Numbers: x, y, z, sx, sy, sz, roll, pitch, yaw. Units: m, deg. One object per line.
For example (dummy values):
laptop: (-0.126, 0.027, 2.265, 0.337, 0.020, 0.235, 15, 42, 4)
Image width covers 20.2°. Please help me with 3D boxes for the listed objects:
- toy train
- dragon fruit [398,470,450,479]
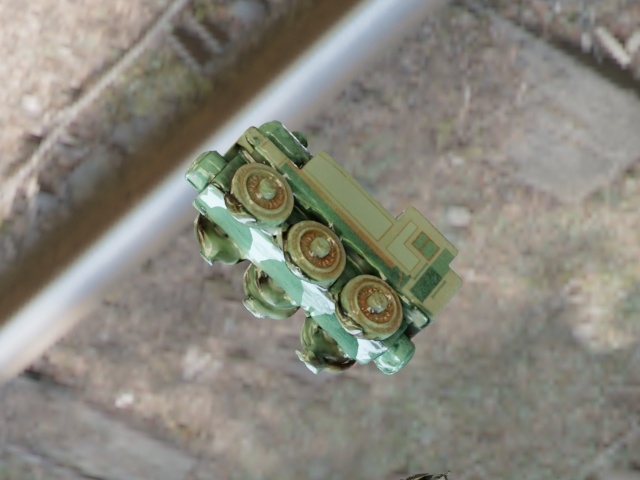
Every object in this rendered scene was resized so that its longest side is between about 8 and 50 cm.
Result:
toy train: (0.000, 0.000, 1.202, 0.194, 0.125, 0.081, 45, 136, -3)
dragon fruit: (0.022, 0.223, 0.882, 0.182, 0.188, 0.182, 0, 132, 0)
